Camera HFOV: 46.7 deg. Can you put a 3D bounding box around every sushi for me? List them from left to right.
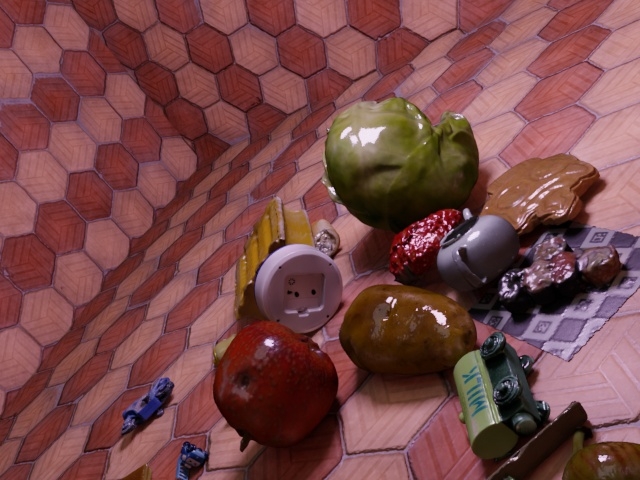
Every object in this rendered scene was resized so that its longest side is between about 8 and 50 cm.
[{"bbox_3d":[0.471,0.061,1.494,0.320,0.069,0.339,-43,23,-9],"label":"sushi"}]

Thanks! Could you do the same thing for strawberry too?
[{"bbox_3d":[0.244,-0.003,1.807,0.236,0.111,0.190,-53,-7,-26],"label":"strawberry"}]

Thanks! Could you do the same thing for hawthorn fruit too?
[{"bbox_3d":[-0.104,0.326,1.627,0.275,0.275,0.300,-5,49,53],"label":"hawthorn fruit"}]

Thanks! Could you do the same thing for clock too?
[{"bbox_3d":[-0.057,0.128,1.953,0.230,0.230,0.083,-42,26,-7],"label":"clock"}]

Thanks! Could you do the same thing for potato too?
[{"bbox_3d":[0.178,0.192,1.588,0.195,0.177,0.369,-21,13,-38],"label":"potato"}]

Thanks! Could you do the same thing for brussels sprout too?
[{"bbox_3d":[0.218,-0.181,1.992,0.342,0.425,0.361,105,161,-46],"label":"brussels sprout"}]

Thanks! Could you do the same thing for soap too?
[{"bbox_3d":[-0.143,0.063,2.200,0.294,0.156,0.335,-63,17,18],"label":"soap"}]

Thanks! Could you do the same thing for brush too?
[{"bbox_3d":[0.320,0.366,1.173,0.282,0.054,0.048,-41,32,-6],"label":"brush"}]

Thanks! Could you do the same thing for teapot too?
[{"bbox_3d":[0.342,0.021,1.644,0.193,0.129,0.294,-38,4,26],"label":"teapot"}]

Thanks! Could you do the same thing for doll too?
[{"bbox_3d":[-0.240,0.300,2.126,0.162,0.062,0.106,-33,28,15],"label":"doll"}]

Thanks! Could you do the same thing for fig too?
[{"bbox_3d":[0.391,0.318,1.047,0.151,0.151,0.259,-37,19,4],"label":"fig"}]

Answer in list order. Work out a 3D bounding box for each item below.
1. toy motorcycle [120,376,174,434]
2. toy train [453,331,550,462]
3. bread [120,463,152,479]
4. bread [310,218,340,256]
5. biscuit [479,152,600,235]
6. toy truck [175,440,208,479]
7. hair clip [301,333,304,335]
[{"bbox_3d":[-0.512,0.486,2.181,0.205,0.076,0.114,-45,16,-16],"label":"toy motorcycle"},{"bbox_3d":[0.307,0.275,1.315,0.157,0.105,0.253,-45,18,20],"label":"toy train"},{"bbox_3d":[-0.479,0.630,1.900,0.094,0.035,0.090,-35,22,9],"label":"bread"},{"bbox_3d":[0.000,0.000,2.292,0.119,0.084,0.177,-43,22,8],"label":"bread"},{"bbox_3d":[0.506,-0.114,1.766,0.269,0.051,0.376,-37,19,4],"label":"biscuit"},{"bbox_3d":[-0.323,0.544,1.813,0.073,0.056,0.090,-8,51,58],"label":"toy truck"},{"bbox_3d":[-0.096,0.260,2.008,0.172,0.049,0.049,-2,42,47],"label":"hair clip"}]
